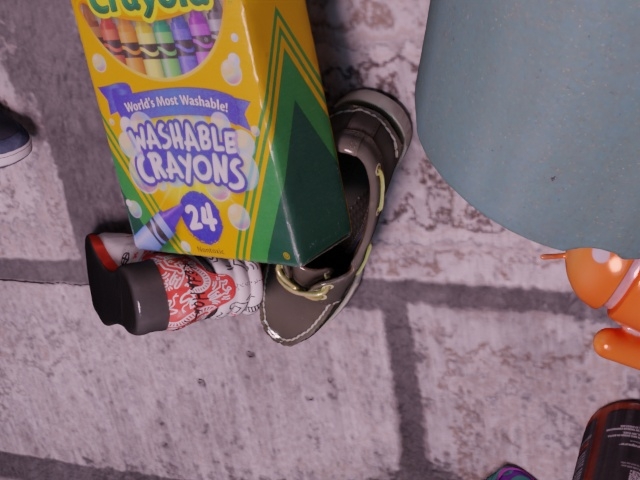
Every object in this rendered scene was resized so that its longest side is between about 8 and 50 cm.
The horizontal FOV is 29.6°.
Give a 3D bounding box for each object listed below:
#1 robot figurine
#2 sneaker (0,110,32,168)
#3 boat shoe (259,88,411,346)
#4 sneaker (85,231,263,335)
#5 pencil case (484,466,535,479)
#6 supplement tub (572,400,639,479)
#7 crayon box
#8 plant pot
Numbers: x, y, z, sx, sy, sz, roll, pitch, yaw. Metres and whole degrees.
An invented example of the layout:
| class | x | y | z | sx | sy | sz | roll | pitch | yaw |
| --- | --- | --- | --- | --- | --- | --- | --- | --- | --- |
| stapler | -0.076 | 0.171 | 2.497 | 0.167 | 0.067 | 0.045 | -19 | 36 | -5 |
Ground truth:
| class | x | y | z | sx | sy | sz | roll | pitch | yaw |
| --- | --- | --- | --- | --- | --- | --- | --- | --- | --- |
| robot figurine | 0.301 | 0.027 | 1.021 | 0.219 | 0.128 | 0.158 | 27 | 129 | 5 |
| sneaker | -0.395 | -0.168 | 1.210 | 0.226 | 0.086 | 0.163 | 19 | 131 | 11 |
| boat shoe | -0.004 | -0.002 | 1.155 | 0.109 | 0.091 | 0.305 | 26 | 129 | 4 |
| sneaker | -0.147 | 0.035 | 1.221 | 0.270 | 0.144 | 0.090 | -165 | 66 | -68 |
| pencil case | 0.173 | 0.308 | 1.316 | 0.070 | 0.064 | 0.152 | 55 | 131 | 13 |
| supplement tub | 0.285 | 0.250 | 1.141 | 0.106 | 0.198 | 0.106 | 12 | 127 | 16 |
| crayon box | -0.103 | -0.145 | 1.040 | 0.203 | 0.083 | 0.323 | 5 | 115 | 39 |
| plant pot | 0.218 | -0.186 | 0.799 | 0.341 | 0.341 | 0.334 | 22 | 136 | 8 |
